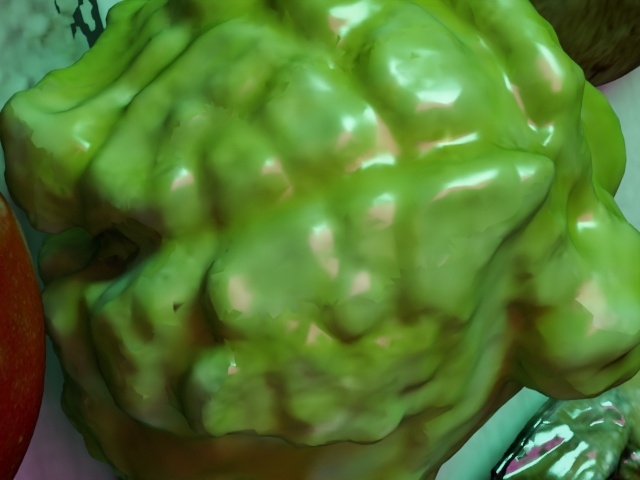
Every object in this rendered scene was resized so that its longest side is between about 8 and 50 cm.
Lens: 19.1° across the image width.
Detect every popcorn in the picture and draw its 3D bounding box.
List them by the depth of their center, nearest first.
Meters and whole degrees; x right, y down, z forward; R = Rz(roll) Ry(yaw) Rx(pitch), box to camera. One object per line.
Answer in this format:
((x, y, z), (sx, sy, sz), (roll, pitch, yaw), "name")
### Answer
((0.000, 0.000, 0.700), (0.255, 0.195, 0.256), (3, 119, -33), "popcorn")

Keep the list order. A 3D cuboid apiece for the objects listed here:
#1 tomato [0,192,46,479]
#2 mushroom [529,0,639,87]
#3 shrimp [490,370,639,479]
((-0.178, 0.047, 0.624), (0.195, 0.195, 0.136), (-61, 145, -17), "tomato")
((0.101, -0.189, 0.803), (0.278, 0.146, 0.278), (-13, 115, -29), "mushroom")
((0.128, 0.178, 0.844), (0.365, 0.071, 0.233), (-31, 97, -29), "shrimp")
